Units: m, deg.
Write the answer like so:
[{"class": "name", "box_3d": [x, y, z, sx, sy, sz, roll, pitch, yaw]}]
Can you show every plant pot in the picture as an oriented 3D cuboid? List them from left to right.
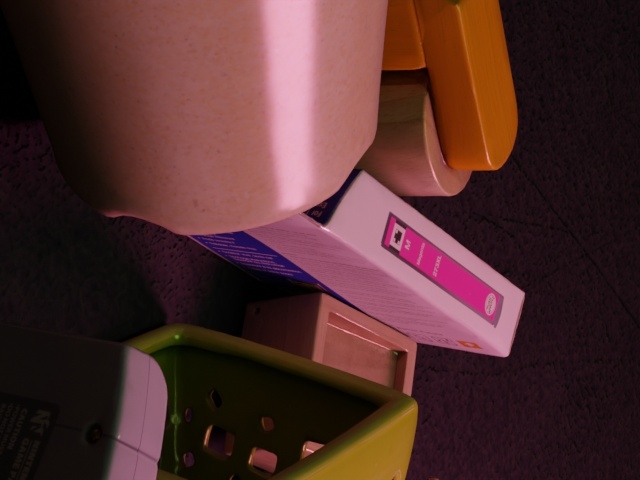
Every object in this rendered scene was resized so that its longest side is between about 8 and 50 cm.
[{"class": "plant pot", "box_3d": [-0.082, -0.184, 1.242, 0.334, 0.333, 0.305, -47, 145, -40]}, {"class": "plant pot", "box_3d": [-0.084, 0.207, 1.383, 0.227, 0.228, 0.207, -24, 123, -53]}]

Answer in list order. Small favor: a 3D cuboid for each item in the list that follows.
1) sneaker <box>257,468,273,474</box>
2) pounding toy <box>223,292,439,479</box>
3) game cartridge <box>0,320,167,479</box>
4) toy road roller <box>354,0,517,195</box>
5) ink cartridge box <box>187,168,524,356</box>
[{"class": "sneaker", "box_3d": [0.017, 0.276, 1.623, 0.086, 0.132, 0.229, -59, 141, -30]}, {"class": "pounding toy", "box_3d": [0.010, 0.171, 1.581, 0.181, 0.094, 0.206, 29, 62, -44]}, {"class": "game cartridge", "box_3d": [-0.207, 0.197, 1.211, 0.062, 0.198, 0.297, 41, 64, -52]}, {"class": "toy road roller", "box_3d": [0.047, -0.215, 1.503, 0.240, 0.202, 0.330, -52, 136, -52]}, {"class": "ink cartridge box", "box_3d": [0.000, 0.000, 1.494, 0.371, 0.175, 0.069, 31, 72, -54]}]
